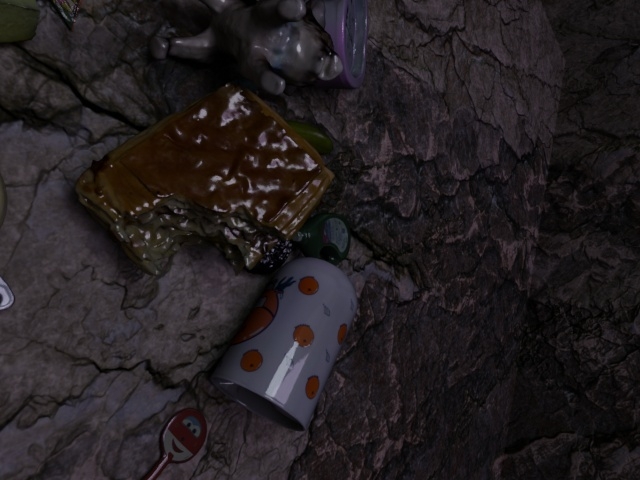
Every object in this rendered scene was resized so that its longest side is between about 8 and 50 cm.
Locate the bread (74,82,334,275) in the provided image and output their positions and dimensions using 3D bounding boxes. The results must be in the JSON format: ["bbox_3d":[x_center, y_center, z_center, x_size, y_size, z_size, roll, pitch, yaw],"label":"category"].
[{"bbox_3d":[-0.197,-0.083,0.834,0.314,0.191,0.370,45,68,-4],"label":"bread"}]

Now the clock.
[{"bbox_3d":[0.038,-0.525,1.074,0.338,0.102,0.339,3,90,-76],"label":"clock"}]

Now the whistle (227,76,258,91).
[{"bbox_3d":[-0.142,-0.365,1.032,0.186,0.039,0.039,-38,113,-40],"label":"whistle"}]

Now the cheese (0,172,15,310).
[{"bbox_3d":[-0.492,-0.028,0.631,0.249,0.070,0.163,55,53,-27],"label":"cheese"}]

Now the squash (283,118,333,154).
[{"bbox_3d":[-0.063,-0.251,1.084,0.258,0.069,0.069,1,87,-45],"label":"squash"}]

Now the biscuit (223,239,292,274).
[{"bbox_3d":[-0.140,-0.017,0.999,0.194,0.053,0.195,5,83,-46],"label":"biscuit"}]

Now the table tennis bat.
[{"bbox_3d":[-0.278,0.394,0.860,0.155,0.019,0.098,-50,121,-39],"label":"table tennis bat"}]

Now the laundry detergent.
[{"bbox_3d":[0.000,0.000,1.104,0.211,0.063,0.137,-4,96,-58],"label":"laundry detergent"}]

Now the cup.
[{"bbox_3d":[-0.056,0.203,0.959,0.212,0.212,0.317,51,53,-30],"label":"cup"}]

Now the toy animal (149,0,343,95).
[{"bbox_3d":[-0.101,-0.391,0.877,0.302,0.344,0.194,-28,141,-58],"label":"toy animal"}]

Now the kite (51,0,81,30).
[{"bbox_3d":[-0.444,-0.525,0.757,0.233,0.016,0.321,18,74,-42],"label":"kite"}]

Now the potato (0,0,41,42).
[{"bbox_3d":[-0.505,-0.361,0.648,0.149,0.081,0.120,-15,72,-51],"label":"potato"}]
